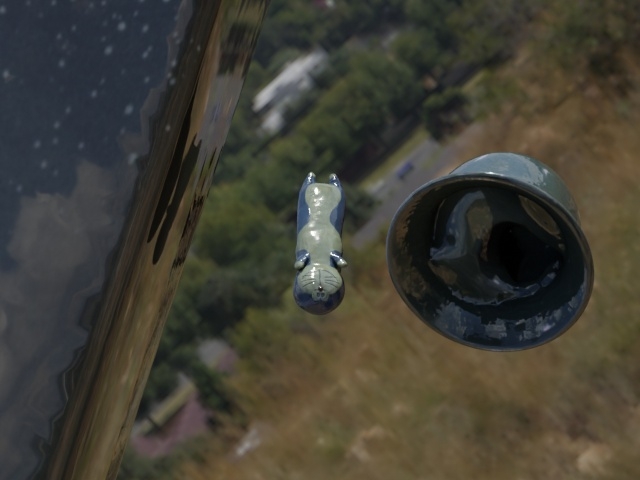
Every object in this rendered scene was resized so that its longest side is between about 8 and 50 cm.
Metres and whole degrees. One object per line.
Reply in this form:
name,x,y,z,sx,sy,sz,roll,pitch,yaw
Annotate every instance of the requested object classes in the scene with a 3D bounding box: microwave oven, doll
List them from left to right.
microwave oven,-0.259,-0.058,0.565,0.236,0.432,0.374,-135,63,-89
doll,0.000,0.000,1.107,0.027,0.037,0.125,94,177,-53

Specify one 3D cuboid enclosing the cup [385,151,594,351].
cup,0.178,-0.012,1.514,0.199,0.199,0.150,-35,14,34
